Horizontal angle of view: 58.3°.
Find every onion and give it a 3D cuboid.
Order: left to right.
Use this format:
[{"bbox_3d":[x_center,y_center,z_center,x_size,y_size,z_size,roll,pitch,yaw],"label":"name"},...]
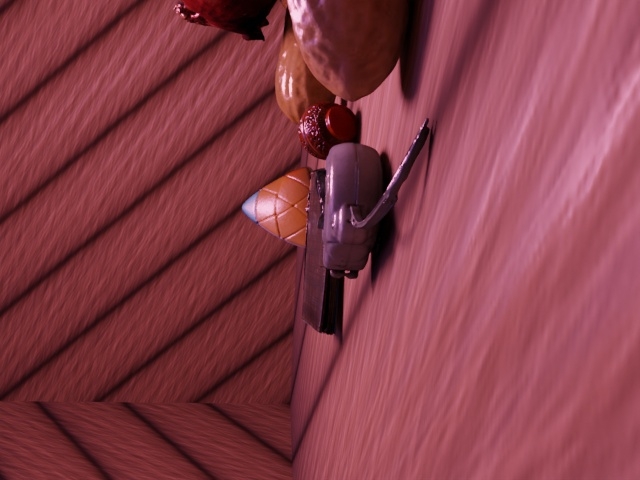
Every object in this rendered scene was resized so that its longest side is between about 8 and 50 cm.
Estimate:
[{"bbox_3d":[-0.165,-0.557,1.051,0.341,0.341,0.341,-178,90,-85],"label":"onion"}]

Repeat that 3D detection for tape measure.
[{"bbox_3d":[0.041,-0.073,0.645,0.330,0.084,0.164,99,168,-67],"label":"tape measure"}]

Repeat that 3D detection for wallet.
[{"bbox_3d":[0.005,0.017,1.132,0.169,0.044,0.316,-174,87,-73],"label":"wallet"}]

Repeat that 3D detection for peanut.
[{"bbox_3d":[-0.016,-0.390,1.157,0.147,0.148,0.318,-140,57,-84],"label":"peanut"},{"bbox_3d":[0.030,-0.302,0.586,0.149,0.149,0.313,-169,76,-85],"label":"peanut"}]

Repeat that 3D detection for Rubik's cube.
[{"bbox_3d":[-0.062,-0.056,1.722,0.254,0.255,0.254,-178,90,-85],"label":"Rubik's cube"}]

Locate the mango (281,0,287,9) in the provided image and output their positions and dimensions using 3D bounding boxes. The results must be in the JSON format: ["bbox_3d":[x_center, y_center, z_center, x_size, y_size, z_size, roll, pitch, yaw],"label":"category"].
[{"bbox_3d":[-0.020,-0.608,1.324,0.316,0.146,0.192,-128,39,-51],"label":"mango"}]

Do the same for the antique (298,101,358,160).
[{"bbox_3d":[0.011,-0.183,0.961,0.104,0.104,0.104,-178,90,-85],"label":"antique"}]

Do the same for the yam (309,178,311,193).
[{"bbox_3d":[0.000,0.000,1.257,0.066,0.066,0.299,127,145,-82],"label":"yam"}]
